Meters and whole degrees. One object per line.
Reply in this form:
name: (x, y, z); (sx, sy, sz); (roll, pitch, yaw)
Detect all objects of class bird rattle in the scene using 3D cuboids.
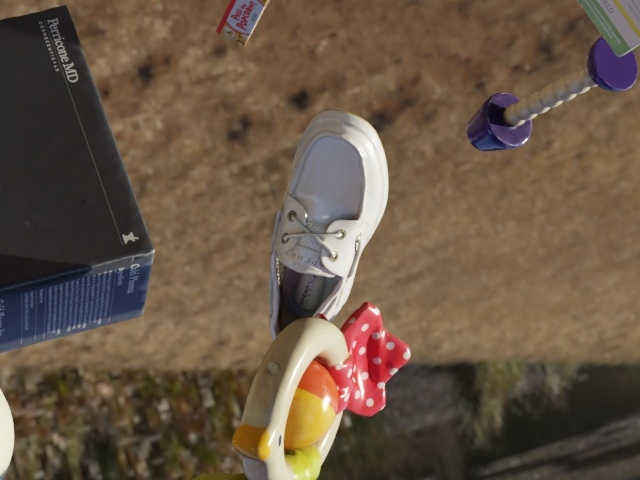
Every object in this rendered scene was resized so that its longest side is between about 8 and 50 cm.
bird rattle: (-0.007, 0.156, 1.329); (0.253, 0.143, 0.207); (-57, 155, -20)

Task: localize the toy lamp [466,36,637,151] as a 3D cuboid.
toy lamp: (0.281, -0.175, 1.846); (0.080, 0.080, 0.275); (-8, 171, -31)

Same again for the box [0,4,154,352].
box: (-0.391, -0.055, 1.659); (0.313, 0.343, 0.179); (-14, 157, -17)

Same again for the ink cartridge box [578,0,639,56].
ink cartridge box: (0.310, -0.292, 1.294); (0.056, 0.171, 0.235); (-38, -177, -43)

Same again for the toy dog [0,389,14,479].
toy dog: (-0.353, 0.244, 1.046); (0.395, 0.285, 0.408); (-49, -171, 13)

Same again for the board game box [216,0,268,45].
board game box: (-0.061, -0.363, 1.866); (0.045, 0.146, 0.193); (26, 136, -6)

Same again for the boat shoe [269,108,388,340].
boat shoe: (0.000, 0.000, 1.458); (0.098, 0.096, 0.277); (19, 131, 11)
